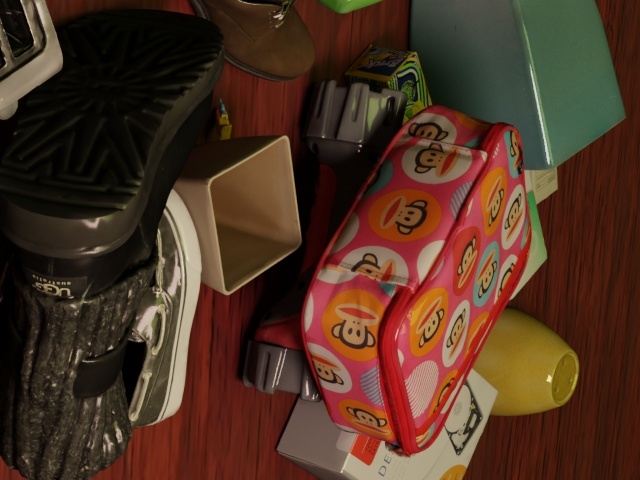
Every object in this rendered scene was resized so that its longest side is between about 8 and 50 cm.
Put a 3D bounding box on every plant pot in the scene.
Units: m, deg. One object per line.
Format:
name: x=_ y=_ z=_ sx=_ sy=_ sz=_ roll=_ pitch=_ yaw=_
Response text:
plant pot: x=-0.092 y=-0.030 z=1.404 sx=0.109 sy=0.096 sz=0.109 roll=-35 pitch=127 yaw=-44
plant pot: x=0.195 y=-0.213 z=1.689 sx=0.166 sy=0.165 sz=0.234 roll=-32 pitch=117 yaw=-45
plant pot: x=0.252 y=0.155 z=1.932 sx=0.134 sy=0.095 sz=0.134 roll=-21 pitch=118 yaw=-48

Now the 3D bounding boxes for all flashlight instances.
flashlight: x=0.000 y=0.000 z=1.547 sx=0.103 sy=0.103 sz=0.304 roll=10 pitch=88 yaw=-21

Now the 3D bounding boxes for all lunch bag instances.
lunch bag: x=0.098 y=0.047 z=1.514 sx=0.293 sy=0.120 sz=0.258 roll=-58 pitch=152 yaw=-31

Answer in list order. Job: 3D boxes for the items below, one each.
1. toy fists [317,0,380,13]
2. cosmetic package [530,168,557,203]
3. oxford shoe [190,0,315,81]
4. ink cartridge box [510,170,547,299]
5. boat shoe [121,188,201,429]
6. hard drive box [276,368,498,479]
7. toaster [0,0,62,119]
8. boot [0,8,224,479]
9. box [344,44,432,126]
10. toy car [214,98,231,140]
toy fists: x=-0.016 y=-0.317 z=1.377 sx=0.096 sy=0.142 sz=0.279 roll=-50 pitch=136 yaw=-33
cosmetic package: x=0.245 y=-0.105 z=1.887 sx=0.060 sy=0.041 sz=0.115 roll=-32 pitch=125 yaw=-46
oxford shoe: x=-0.055 y=-0.204 z=1.403 sx=0.227 sy=0.096 sz=0.082 roll=43 pitch=64 yaw=-52
ink cartridge box: x=0.168 y=0.008 z=1.810 sx=0.224 sy=0.056 sz=0.181 roll=-47 pitch=135 yaw=-37
boat shoe: x=-0.152 y=0.061 z=1.367 sx=0.070 sy=0.078 sz=0.219 roll=-18 pitch=117 yaw=-51
hard drive box: x=0.075 y=0.189 z=1.706 sx=0.232 sy=0.089 sz=0.181 roll=40 pitch=70 yaw=-51
toaster: x=-0.281 y=-0.150 z=1.097 sx=0.168 sy=0.110 sz=0.185 roll=-43 pitch=132 yaw=-39
boot: x=-0.173 y=-0.007 z=1.262 sx=0.348 sy=0.131 sz=0.260 roll=-68 pitch=167 yaw=-52
box: x=0.082 y=-0.114 z=1.646 sx=0.054 sy=0.059 sz=0.169 roll=-49 pitch=136 yaw=-30
toy car: x=-0.115 y=-0.134 z=1.409 sx=0.122 sy=0.060 sz=0.040 roll=82 pitch=-7 yaw=-52
